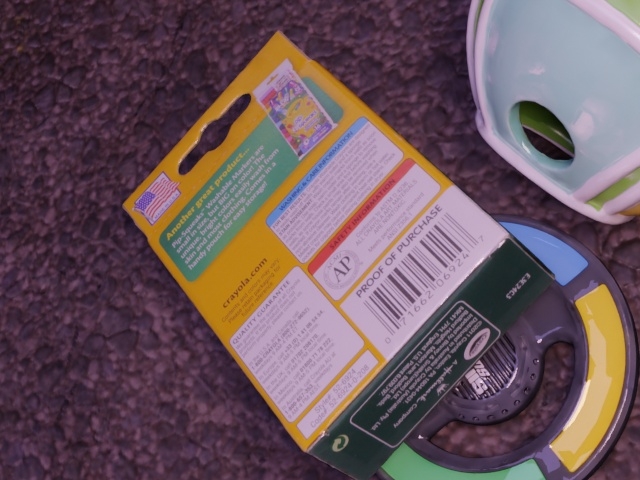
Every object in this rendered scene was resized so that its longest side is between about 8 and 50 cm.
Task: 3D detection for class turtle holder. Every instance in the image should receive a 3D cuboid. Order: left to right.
[{"bbox_3d":[0.249,-0.122,0.904,0.320,0.243,0.227,30,114,-5],"label":"turtle holder"}]

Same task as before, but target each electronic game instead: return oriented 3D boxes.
[{"bbox_3d":[0.119,0.091,0.978,0.229,0.048,0.229,-7,72,23],"label":"electronic game"}]

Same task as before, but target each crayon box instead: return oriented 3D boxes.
[{"bbox_3d":[0.000,0.000,1.014,0.203,0.083,0.323,-47,47,5],"label":"crayon box"}]
